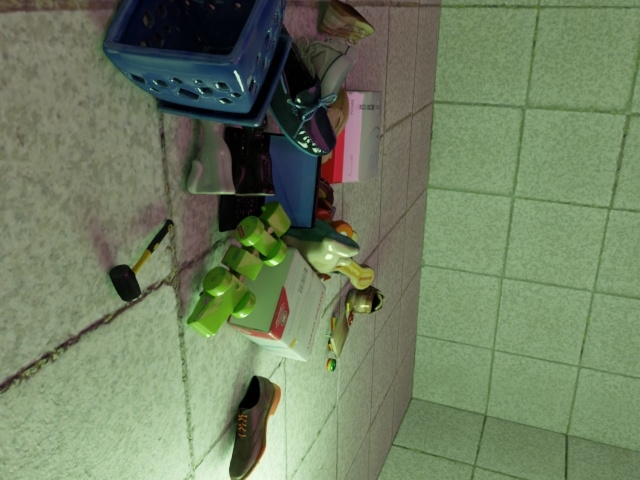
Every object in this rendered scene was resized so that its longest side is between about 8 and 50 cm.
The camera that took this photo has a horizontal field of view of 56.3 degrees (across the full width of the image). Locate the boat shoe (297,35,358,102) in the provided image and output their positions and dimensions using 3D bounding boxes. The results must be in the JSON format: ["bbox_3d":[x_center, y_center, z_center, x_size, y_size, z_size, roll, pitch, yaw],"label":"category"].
[{"bbox_3d":[0.001,-0.473,1.577,0.136,0.156,0.367,-61,-175,32],"label":"boat shoe"}]

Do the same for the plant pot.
[{"bbox_3d":[-0.183,-0.330,1.014,0.212,0.235,0.236,71,33,-65],"label":"plant pot"}]

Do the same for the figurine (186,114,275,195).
[{"bbox_3d":[-0.185,-0.199,1.241,0.214,0.092,0.210,-5,95,-57],"label":"figurine"}]

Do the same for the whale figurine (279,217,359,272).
[{"bbox_3d":[0.000,0.000,1.600,0.216,0.272,0.141,20,73,-24],"label":"whale figurine"}]

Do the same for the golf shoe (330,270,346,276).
[{"bbox_3d":[0.054,0.065,2.028,0.198,0.077,0.094,41,60,-68],"label":"golf shoe"}]

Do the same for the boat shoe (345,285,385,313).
[{"bbox_3d":[0.203,0.251,2.448,0.324,0.116,0.123,-9,107,-69],"label":"boat shoe"}]

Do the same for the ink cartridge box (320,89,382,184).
[{"bbox_3d":[0.109,-0.342,1.990,0.385,0.091,0.308,-32,127,-66],"label":"ink cartridge box"}]

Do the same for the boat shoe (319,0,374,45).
[{"bbox_3d":[0.077,-0.647,1.791,0.089,0.104,0.285,-48,166,23],"label":"boat shoe"}]

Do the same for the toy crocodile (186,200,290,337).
[{"bbox_3d":[-0.177,0.056,1.317,0.115,0.105,0.341,43,73,-40],"label":"toy crocodile"}]

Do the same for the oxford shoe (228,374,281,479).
[{"bbox_3d":[-0.191,0.482,1.547,0.098,0.096,0.272,47,47,-40],"label":"oxford shoe"}]

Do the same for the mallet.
[{"bbox_3d":[-0.316,0.019,1.073,0.062,0.039,0.190,74,27,-45],"label":"mallet"}]

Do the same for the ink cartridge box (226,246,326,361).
[{"bbox_3d":[-0.103,0.168,1.566,0.306,0.131,0.226,60,42,-62],"label":"ink cartridge box"}]

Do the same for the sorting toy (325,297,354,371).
[{"bbox_3d":[0.061,0.334,2.199,0.132,0.046,0.275,76,30,-46],"label":"sorting toy"}]

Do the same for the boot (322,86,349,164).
[{"bbox_3d":[-0.003,-0.368,1.673,0.262,0.095,0.203,-68,156,-18],"label":"boot"}]

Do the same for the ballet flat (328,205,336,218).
[{"bbox_3d":[0.020,-0.063,1.949,0.041,0.041,0.115,46,55,-65],"label":"ballet flat"}]

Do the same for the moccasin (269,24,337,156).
[{"bbox_3d":[-0.054,-0.331,1.352,0.342,0.116,0.138,51,49,-32],"label":"moccasin"}]

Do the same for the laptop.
[{"bbox_3d":[-0.111,-0.137,1.408,0.264,0.136,0.235,-15,112,-68],"label":"laptop"}]

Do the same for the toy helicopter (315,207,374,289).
[{"bbox_3d":[0.049,0.075,1.866,0.355,0.140,0.235,37,88,-44],"label":"toy helicopter"}]

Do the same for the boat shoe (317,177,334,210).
[{"bbox_3d":[-0.004,-0.153,1.793,0.207,0.073,0.073,52,50,-73],"label":"boat shoe"}]
